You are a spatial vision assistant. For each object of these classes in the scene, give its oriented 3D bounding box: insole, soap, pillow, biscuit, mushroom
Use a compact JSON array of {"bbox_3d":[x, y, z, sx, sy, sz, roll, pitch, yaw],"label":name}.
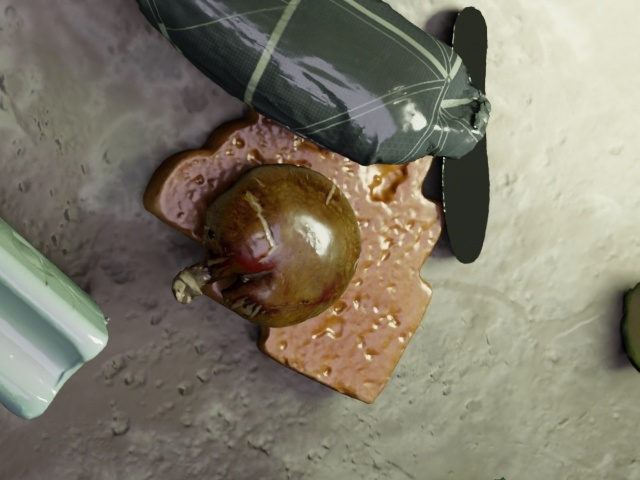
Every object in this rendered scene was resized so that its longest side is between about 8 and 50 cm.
[{"bbox_3d":[0.130,-0.092,1.195,0.080,0.003,0.232,-12,104,-50],"label":"insole"},{"bbox_3d":[-0.306,0.002,1.046,0.289,0.173,0.095,43,87,-16],"label":"soap"},{"bbox_3d":[-0.011,-0.170,1.095,0.335,0.092,0.161,34,58,-5],"label":"pillow"},{"bbox_3d":[0.000,0.000,1.182,0.284,0.043,0.306,-16,101,-12],"label":"biscuit"},{"bbox_3d":[-0.045,0.009,1.108,0.170,0.080,0.135,-27,93,-13],"label":"mushroom"}]

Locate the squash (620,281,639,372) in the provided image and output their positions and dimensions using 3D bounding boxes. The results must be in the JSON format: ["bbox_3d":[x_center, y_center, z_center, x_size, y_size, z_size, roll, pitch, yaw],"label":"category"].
[{"bbox_3d":[0.391,0.076,1.270,0.188,0.095,0.095,-3,101,-16],"label":"squash"}]

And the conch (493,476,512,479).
[{"bbox_3d":[0.101,0.286,1.251,0.201,0.079,0.095,-34,87,4],"label":"conch"}]
